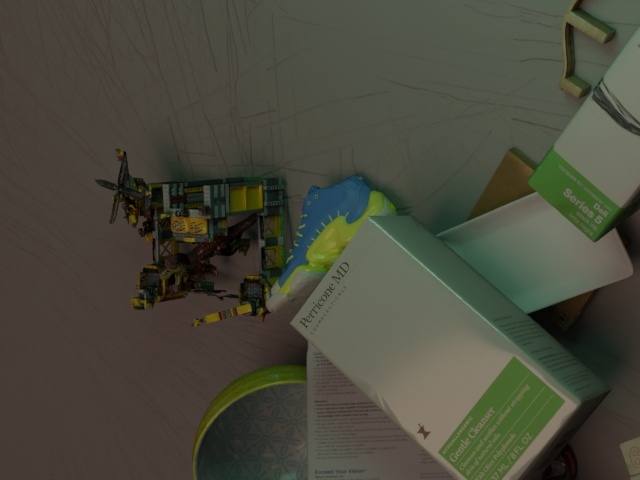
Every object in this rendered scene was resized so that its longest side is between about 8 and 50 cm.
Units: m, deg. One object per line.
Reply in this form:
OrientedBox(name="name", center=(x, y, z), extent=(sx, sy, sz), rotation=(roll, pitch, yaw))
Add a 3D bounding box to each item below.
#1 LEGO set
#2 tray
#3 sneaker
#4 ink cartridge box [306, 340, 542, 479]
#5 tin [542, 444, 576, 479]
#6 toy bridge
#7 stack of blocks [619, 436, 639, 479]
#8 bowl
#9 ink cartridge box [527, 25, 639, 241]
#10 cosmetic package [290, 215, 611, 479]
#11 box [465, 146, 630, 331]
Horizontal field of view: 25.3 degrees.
OrientedBox(name="LEGO set", center=(-0.206, 0.007, 2.152), extent=(0.331, 0.192, 0.255), rotation=(14, 104, 38))
OrientedBox(name="tray", center=(0.278, 0.017, 1.870), extent=(0.270, 0.030, 0.145), rotation=(-24, 88, 40))
OrientedBox(name="sneaker", center=(0.000, 0.000, 2.059), extent=(0.240, 0.091, 0.126), rotation=(-39, 61, 13))
OrientedBox(name="ink cartridge box", center=(0.141, 0.238, 1.984), extent=(0.324, 0.071, 0.330), rotation=(-5, 76, 19))
OrientedBox(name="tin", center=(0.278, 0.320, 2.037), extent=(0.190, 0.040, 0.106), rotation=(-10, 107, 41))
OrientedBox(name="toy bridge", center=(0.329, -0.263, 1.743), extent=(0.063, 0.026, 0.188), rotation=(38, 128, 23))
OrientedBox(name="stack of blocks", center=(0.466, 0.374, 1.736), extent=(0.087, 0.171, 0.297), rotation=(-29, 67, 38))
OrientedBox(name="bowl", center=(-0.063, 0.293, 2.195), extent=(0.156, 0.289, 0.289), rotation=(-111, 24, -59))
OrientedBox(name="ink cartridge box", center=(0.387, -0.152, 1.628), extent=(0.115, 0.198, 0.273), rotation=(44, 131, 14))
OrientedBox(name="cosmetic package", center=(0.167, 0.150, 1.855), extent=(0.365, 0.155, 0.197), rotation=(40, 108, 20))
OrientedBox(name="box", center=(0.291, -0.001, 1.889), extent=(0.201, 0.021, 0.164), rotation=(41, 126, 19))
